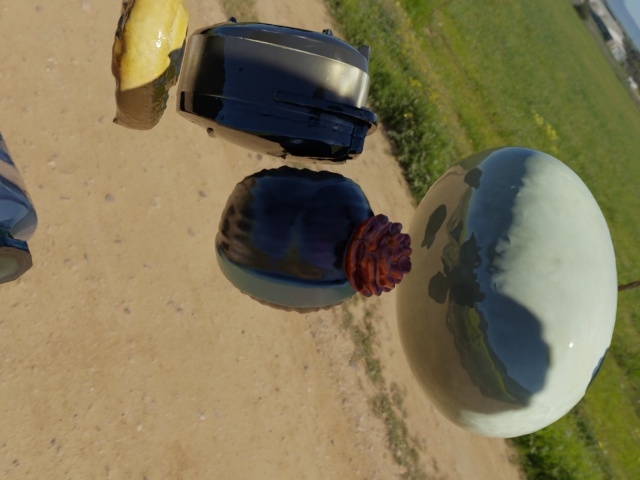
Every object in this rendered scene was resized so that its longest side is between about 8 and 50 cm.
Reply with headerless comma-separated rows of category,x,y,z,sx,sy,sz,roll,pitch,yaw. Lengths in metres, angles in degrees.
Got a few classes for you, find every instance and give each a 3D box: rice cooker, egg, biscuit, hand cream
rice cooker,-0.034,-0.119,0.449,0.112,0.165,0.106,-129,-137,-88
egg,0.220,0.056,0.667,0.258,0.258,0.352,17,73,-44
biscuit,-0.274,-0.328,0.899,0.102,0.296,0.296,9,53,-17
hand cream,-0.330,-0.105,0.491,0.336,0.076,0.121,57,2,25

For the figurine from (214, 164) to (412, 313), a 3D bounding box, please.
figurine,0.000,0.000,0.460,0.245,0.138,0.110,0,86,-84
